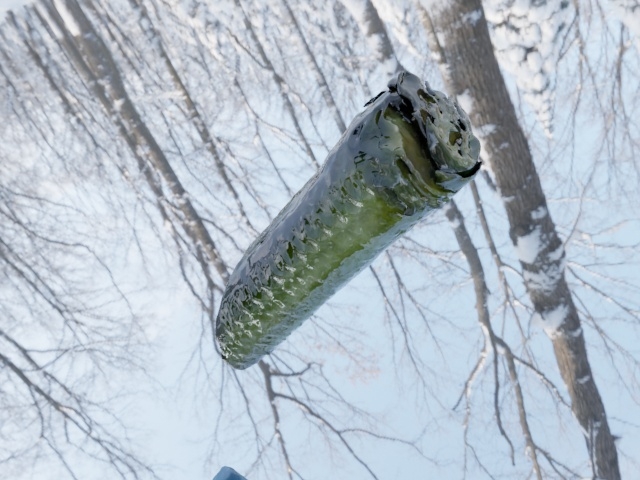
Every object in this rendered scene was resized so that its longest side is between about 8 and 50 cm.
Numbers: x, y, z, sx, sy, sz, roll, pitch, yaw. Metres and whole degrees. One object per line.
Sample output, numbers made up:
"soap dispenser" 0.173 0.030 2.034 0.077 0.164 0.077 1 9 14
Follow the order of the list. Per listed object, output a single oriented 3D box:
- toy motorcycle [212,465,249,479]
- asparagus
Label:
"toy motorcycle" 0.005 0.335 0.498 0.232 0.416 0.172 6 -135 35
"asparagus" 0.000 0.000 0.612 0.382 0.108 0.128 -46 -126 36
